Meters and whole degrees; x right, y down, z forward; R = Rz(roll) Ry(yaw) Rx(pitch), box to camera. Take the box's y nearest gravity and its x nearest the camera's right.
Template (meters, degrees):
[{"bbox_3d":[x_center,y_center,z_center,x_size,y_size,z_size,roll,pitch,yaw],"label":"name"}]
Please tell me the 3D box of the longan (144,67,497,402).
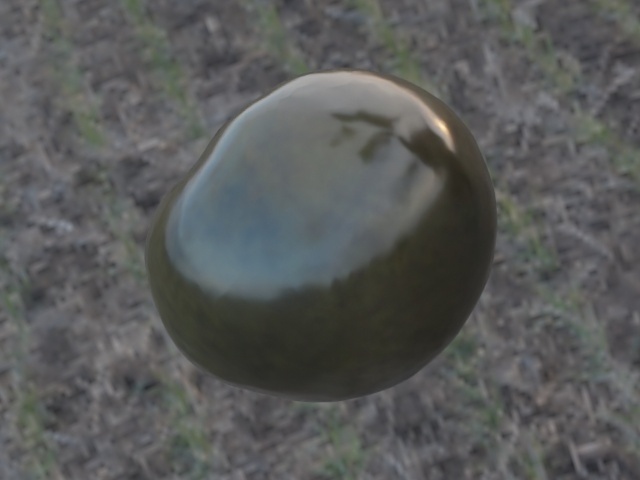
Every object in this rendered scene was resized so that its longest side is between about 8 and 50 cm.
[{"bbox_3d":[0.000,0.000,0.931,0.187,0.167,0.167,-17,29,31],"label":"longan"}]
